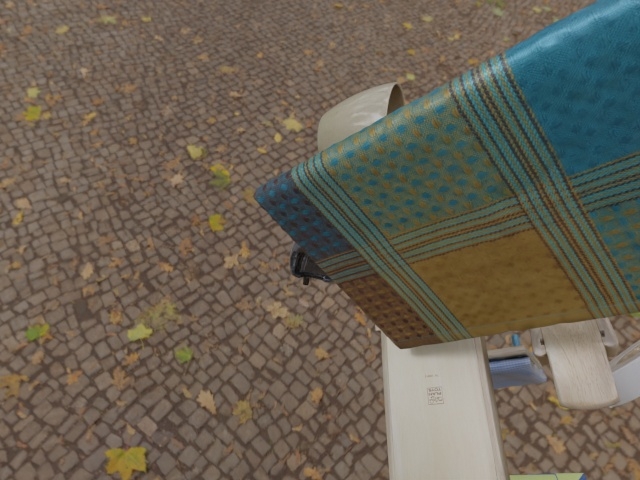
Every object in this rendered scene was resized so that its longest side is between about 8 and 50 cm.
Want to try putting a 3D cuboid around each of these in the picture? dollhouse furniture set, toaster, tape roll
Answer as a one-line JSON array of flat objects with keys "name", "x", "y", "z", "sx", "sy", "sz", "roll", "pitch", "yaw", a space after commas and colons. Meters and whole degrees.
[{"name": "dollhouse furniture set", "x": 0.245, "y": 0.227, "z": 0.595, "sx": 0.286, "sy": 0.303, "sz": 0.198, "roll": -16, "pitch": 57, "yaw": 27}, {"name": "toaster", "x": 0.000, "y": 0.000, "z": 1.043, "sx": 0.129, "sy": 0.227, "sz": 0.147, "roll": 10, "pitch": 61, "yaw": -3}, {"name": "tape roll", "x": 0.839, "y": 0.268, "z": 1.092, "sx": 0.392, "sy": 0.392, "sz": 0.072, "roll": -24, "pitch": 61, "yaw": -23}]

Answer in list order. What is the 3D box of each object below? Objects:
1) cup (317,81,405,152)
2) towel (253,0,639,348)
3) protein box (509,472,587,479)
[{"name": "cup", "x": 0.128, "y": -0.319, "z": 1.413, "sx": 0.236, "sy": 0.331, "sz": 0.331, "roll": 3, "pitch": 49, "yaw": 20}, {"name": "towel", "x": 0.157, "y": -0.016, "z": 0.370, "sx": 0.271, "sy": 0.370, "sz": 0.040, "roll": 48, "pitch": 41, "yaw": -27}, {"name": "protein box", "x": 0.374, "y": 0.519, "z": 0.698, "sx": 0.135, "sy": 0.201, "sz": 0.200, "roll": -6, "pitch": 25, "yaw": 10}]
